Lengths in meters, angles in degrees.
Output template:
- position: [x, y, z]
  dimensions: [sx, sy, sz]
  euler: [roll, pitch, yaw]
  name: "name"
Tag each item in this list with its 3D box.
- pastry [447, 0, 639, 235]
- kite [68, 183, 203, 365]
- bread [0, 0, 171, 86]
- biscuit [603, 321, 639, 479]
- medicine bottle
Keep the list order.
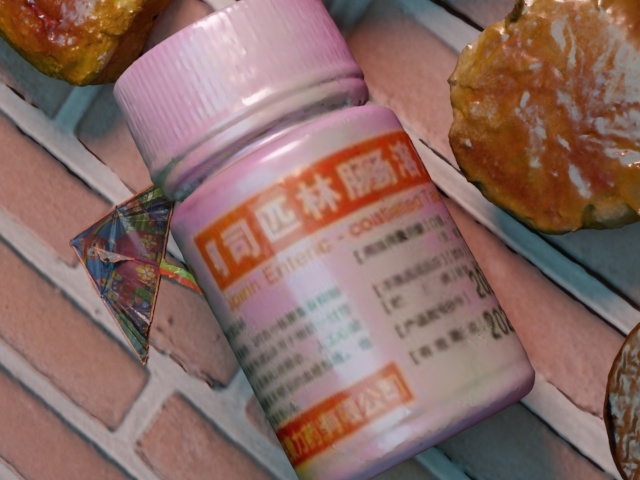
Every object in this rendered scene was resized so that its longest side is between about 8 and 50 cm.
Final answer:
- position: [0.211, -0.119, 1.475]
  dimensions: [0.218, 0.100, 0.229]
  euler: [22, 107, 24]
  name: "pastry"
- position: [-0.168, 0.021, 1.695]
  dimensions: [0.159, 0.010, 0.190]
  euler: [14, 101, 21]
  name: "kite"
- position: [-0.299, -0.305, 1.669]
  dimensions: [0.380, 0.109, 0.185]
  euler: [37, 108, 18]
  name: "bread"
- position: [0.332, 0.143, 1.481]
  dimensions: [0.212, 0.036, 0.212]
  euler: [3, 98, 23]
  name: "biscuit"
- position: [0.000, 0.000, 1.510]
  dimensions: [0.219, 0.219, 0.388]
  euler: [-30, 82, 22]
  name: "medicine bottle"
